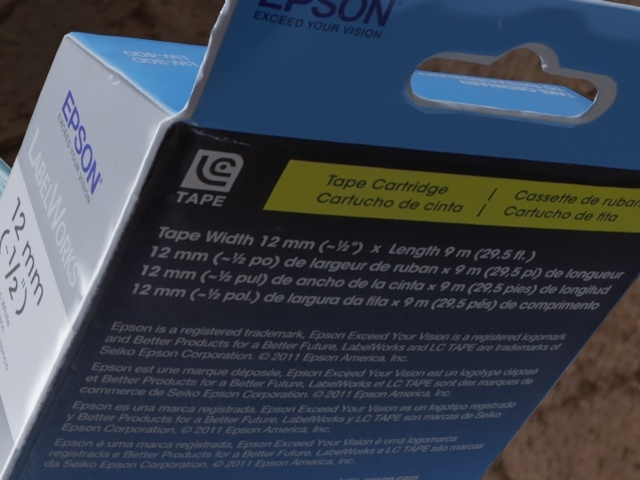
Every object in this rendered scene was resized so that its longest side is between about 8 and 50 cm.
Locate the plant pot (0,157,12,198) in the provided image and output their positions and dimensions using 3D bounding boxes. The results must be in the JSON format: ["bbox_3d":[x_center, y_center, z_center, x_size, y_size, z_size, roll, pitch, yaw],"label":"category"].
[{"bbox_3d":[-0.392,0.128,1.394,0.341,0.334,0.341,41,144,40],"label":"plant pot"}]

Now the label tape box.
[{"bbox_3d":[0.000,0.000,0.704,0.347,0.249,0.115,-61,39,37],"label":"label tape box"}]
